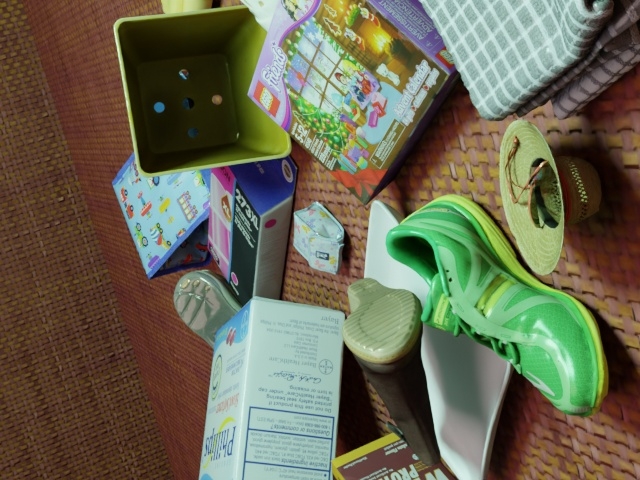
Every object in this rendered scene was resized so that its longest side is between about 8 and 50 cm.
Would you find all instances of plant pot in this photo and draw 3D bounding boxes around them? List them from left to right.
[{"bbox_3d":[-0.179,-0.205,1.454,0.187,0.212,0.212,-176,76,-75],"label":"plant pot"}]

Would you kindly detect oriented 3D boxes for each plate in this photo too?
[{"bbox_3d":[0.139,0.125,1.217,0.277,0.045,0.278,51,152,38],"label":"plate"}]

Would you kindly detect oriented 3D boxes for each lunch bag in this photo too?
[{"bbox_3d":[-0.264,-0.096,1.894,0.220,0.138,0.293,66,149,17],"label":"lunch bag"},{"bbox_3d":[0.000,0.000,1.430,0.083,0.053,0.071,45,150,30],"label":"lunch bag"}]

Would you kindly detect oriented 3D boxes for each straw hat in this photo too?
[{"bbox_3d":[0.210,-0.044,0.887,0.144,0.061,0.144,172,90,-81],"label":"straw hat"}]

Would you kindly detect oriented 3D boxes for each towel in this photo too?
[{"bbox_3d":[0.149,-0.245,0.776,0.283,0.121,0.235,66,159,8],"label":"towel"}]

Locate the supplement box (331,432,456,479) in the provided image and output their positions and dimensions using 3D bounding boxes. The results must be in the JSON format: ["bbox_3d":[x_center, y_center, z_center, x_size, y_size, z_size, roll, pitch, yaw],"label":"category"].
[{"bbox_3d":[0.118,0.401,1.389,0.191,0.129,0.194,45,147,47],"label":"supplement box"}]

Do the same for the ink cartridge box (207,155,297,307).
[{"bbox_3d":[-0.116,-0.045,1.656,0.175,0.069,0.371,56,152,30],"label":"ink cartridge box"}]

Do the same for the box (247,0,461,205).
[{"bbox_3d":[0.033,-0.180,1.102,0.201,0.057,0.293,44,153,7],"label":"box"}]

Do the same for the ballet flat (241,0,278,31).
[{"bbox_3d":[-0.058,-0.342,1.183,0.123,0.123,0.348,39,143,52],"label":"ballet flat"}]

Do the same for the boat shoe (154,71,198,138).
[{"bbox_3d":[-0.241,-0.267,1.723,0.258,0.089,0.109,71,157,8],"label":"boat shoe"}]

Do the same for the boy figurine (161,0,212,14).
[{"bbox_3d":[-0.224,-0.399,1.566,0.177,0.092,0.285,44,144,43],"label":"boy figurine"}]

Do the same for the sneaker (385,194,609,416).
[{"bbox_3d":[0.166,0.073,1.005,0.295,0.124,0.109,49,150,40],"label":"sneaker"}]

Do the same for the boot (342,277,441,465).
[{"bbox_3d":[0.097,0.157,1.124,0.248,0.090,0.206,-109,-5,-79],"label":"boot"}]

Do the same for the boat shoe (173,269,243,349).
[{"bbox_3d":[-0.124,0.180,1.811,0.324,0.123,0.116,55,-159,4],"label":"boat shoe"}]

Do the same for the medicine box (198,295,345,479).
[{"bbox_3d":[-0.079,0.261,1.561,0.263,0.149,0.289,138,140,-66],"label":"medicine box"}]
